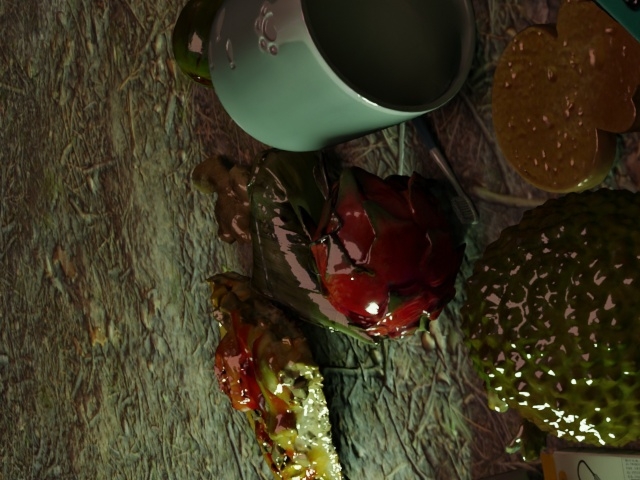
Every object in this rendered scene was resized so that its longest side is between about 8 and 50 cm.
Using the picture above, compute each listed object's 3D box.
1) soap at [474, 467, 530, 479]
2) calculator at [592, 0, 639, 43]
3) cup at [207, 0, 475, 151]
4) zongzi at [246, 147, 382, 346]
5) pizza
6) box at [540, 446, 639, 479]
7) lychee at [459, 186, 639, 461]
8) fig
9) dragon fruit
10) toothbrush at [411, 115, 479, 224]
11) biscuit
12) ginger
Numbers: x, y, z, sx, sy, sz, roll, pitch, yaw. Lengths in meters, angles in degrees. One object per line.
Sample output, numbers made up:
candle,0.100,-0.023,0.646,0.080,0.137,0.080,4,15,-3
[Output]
soap,0.198,0.403,1.796,0.199,0.138,0.182,125,127,-62
calculator,0.343,-0.319,1.363,0.274,0.058,0.248,-60,35,25
cup,0.023,-0.295,1.829,0.274,0.259,0.357,-19,49,54
zongzi,0.000,0.000,2.042,0.274,0.125,0.251,29,129,52
pizza,-0.080,0.207,2.139,0.406,0.130,0.440,107,140,-71
box,0.350,0.303,1.645,0.247,0.033,0.129,-9,91,59
lychee,0.280,0.085,1.484,0.320,0.270,0.270,96,155,-72
fig,-0.136,-0.362,2.206,0.151,0.151,0.259,10,79,57
dragon fruit,0.075,0.004,1.843,0.192,0.193,0.274,-27,98,15
toothbrush,0.138,-0.134,1.876,0.276,0.025,0.019,65,146,24
biscuit,0.287,-0.172,1.605,0.289,0.044,0.202,-51,56,49
ginger,-0.155,-0.065,2.339,0.214,0.059,0.133,21,111,53
